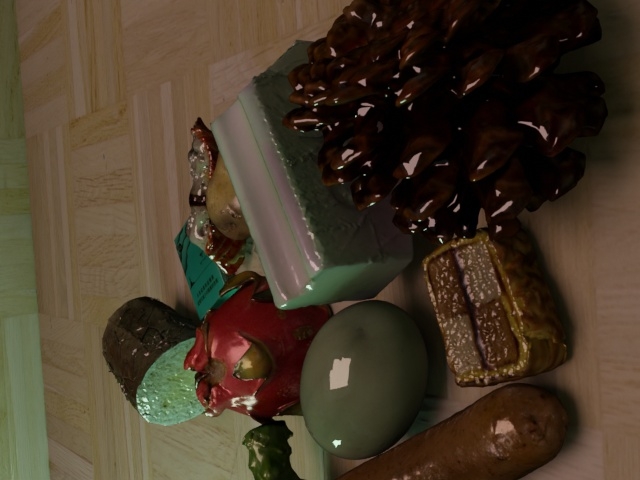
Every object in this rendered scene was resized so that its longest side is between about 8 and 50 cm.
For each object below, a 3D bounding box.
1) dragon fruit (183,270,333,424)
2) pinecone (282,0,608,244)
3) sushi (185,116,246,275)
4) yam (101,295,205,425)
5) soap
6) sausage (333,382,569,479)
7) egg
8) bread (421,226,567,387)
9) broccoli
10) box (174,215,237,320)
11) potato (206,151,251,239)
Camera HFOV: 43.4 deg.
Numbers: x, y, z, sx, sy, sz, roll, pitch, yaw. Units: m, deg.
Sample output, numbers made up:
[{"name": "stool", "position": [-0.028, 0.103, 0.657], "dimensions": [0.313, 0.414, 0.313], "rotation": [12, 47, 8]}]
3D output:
[{"name": "dragon fruit", "position": [-0.132, 0.217, 1.561], "dimensions": [0.305, 0.225, 0.306], "rotation": [7, 99, 56]}, {"name": "pinecone", "position": [0.169, -0.175, 1.005], "dimensions": [0.397, 0.397, 0.398], "rotation": [9, 101, 54]}, {"name": "sushi", "position": [-0.222, -0.094, 1.733], "dimensions": [0.130, 0.124, 0.332], "rotation": [21, 109, 50]}, {"name": "yam", "position": [-0.380, 0.277, 1.916], "dimensions": [0.348, 0.240, 0.241], "rotation": [27, 115, 54]}, {"name": "soap", "position": [-0.009, -0.120, 1.315], "dimensions": [0.156, 0.261, 0.446], "rotation": [-50, 54, 45]}, {"name": "sausage", "position": [0.162, 0.351, 1.203], "dimensions": [0.501, 0.136, 0.123], "rotation": [-39, 63, 35]}, {"name": "egg", "position": [0.069, 0.227, 1.296], "dimensions": [0.203, 0.202, 0.283], "rotation": [45, 126, 42]}, {"name": "bread", "position": [0.243, 0.091, 1.130], "dimensions": [0.181, 0.096, 0.222], "rotation": [-36, 63, 50]}, {"name": "broccoli", "position": [-0.087, 0.495, 1.472], "dimensions": [0.297, 0.297, 0.297], "rotation": [-51, 50, 44]}, {"name": "box", "position": [-0.273, 0.053, 1.891], "dimensions": [0.161, 0.042, 0.226], "rotation": [-47, 57, 45]}, {"name": "potato", "position": [-0.132, -0.145, 1.588], "dimensions": [0.191, 0.141, 0.296], "rotation": [10, 95, 48]}]
